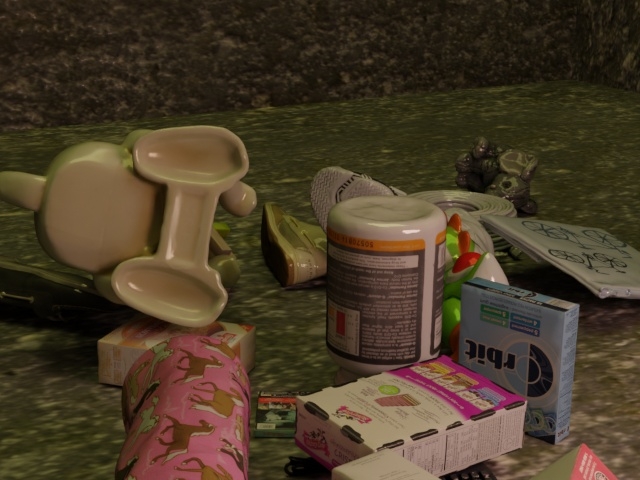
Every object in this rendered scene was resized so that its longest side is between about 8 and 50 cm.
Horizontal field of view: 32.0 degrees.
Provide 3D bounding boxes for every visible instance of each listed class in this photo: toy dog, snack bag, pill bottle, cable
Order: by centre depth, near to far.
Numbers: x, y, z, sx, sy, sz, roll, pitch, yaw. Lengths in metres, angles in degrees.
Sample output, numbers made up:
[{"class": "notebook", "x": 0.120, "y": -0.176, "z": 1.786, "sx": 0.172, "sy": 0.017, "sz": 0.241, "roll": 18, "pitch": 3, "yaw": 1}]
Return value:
[{"class": "pill bottle", "x": 0.086, "y": 0.089, "z": 1.514, "sx": 0.162, "sy": 0.278, "sz": 0.162, "roll": 1, "pitch": 17, "yaw": 0}, {"class": "toy dog", "x": -0.296, "y": -0.024, "z": 1.749, "sx": 0.396, "sy": 0.284, "sz": 0.408, "roll": 0, "pitch": 1, "yaw": -7}, {"class": "snack bag", "x": 0.498, "y": 0.040, "z": 1.983, "sx": 0.323, "sy": 0.037, "sz": 0.342, "roll": 6, "pitch": 19, "yaw": -34}, {"class": "cable", "x": 0.268, "y": -0.036, "z": 2.253, "sx": 0.257, "sy": 0.089, "sz": 0.257, "roll": 1, "pitch": 17, "yaw": 0}]

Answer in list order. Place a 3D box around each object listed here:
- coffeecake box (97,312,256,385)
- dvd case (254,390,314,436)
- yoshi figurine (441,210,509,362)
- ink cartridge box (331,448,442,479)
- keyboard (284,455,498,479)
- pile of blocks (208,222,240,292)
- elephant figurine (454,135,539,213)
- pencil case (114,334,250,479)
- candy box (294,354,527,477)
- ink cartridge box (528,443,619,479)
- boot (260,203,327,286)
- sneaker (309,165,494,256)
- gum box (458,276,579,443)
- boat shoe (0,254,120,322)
[{"class": "coffeecake box", "x": -0.205, "y": 0.164, "z": 1.613, "sx": 0.186, "sy": 0.068, "sz": 0.142, "roll": 7, "pitch": 16, "yaw": 17}, {"class": "dvd case", "x": -0.043, "y": 0.231, "z": 1.495, "sx": 0.087, "sy": 0.013, "sz": 0.119, "roll": 0, "pitch": 16, "yaw": -1}, {"class": "yoshi figurine", "x": 0.208, "y": 0.110, "z": 1.727, "sx": 0.203, "sy": 0.203, "sz": 0.362, "roll": -38, "pitch": 34, "yaw": 7}, {"class": "ink cartridge box", "x": 0.107, "y": 0.307, "z": 1.050, "sx": 0.078, "sy": 0.134, "sz": 0.231, "roll": -11, "pitch": 21, "yaw": -36}, {"class": "keyboard", "x": 0.047, "y": 0.287, "z": 1.290, "sx": 0.317, "sy": 0.033, "sz": 0.201, "roll": -4, "pitch": 17, "yaw": -17}, {"class": "pile of blocks", "x": -0.254, "y": -0.007, "z": 2.037, "sx": 0.113, "sy": 0.148, "sz": 0.362, "roll": 0, "pitch": 14, "yaw": -46}, {"class": "elephant figurine", "x": 0.417, "y": -0.120, "z": 2.485, "sx": 0.169, "sy": 0.186, "sz": 0.239, "roll": 42, "pitch": 3, "yaw": -37}, {"class": "pencil case", "x": -0.152, "y": 0.242, "z": 1.190, "sx": 0.160, "sy": 0.167, "sz": 0.386, "roll": -2, "pitch": 18, "yaw": -4}, {"class": "candy box", "x": 0.108, "y": 0.219, "z": 1.339, "sx": 0.234, "sy": 0.071, "sz": 0.159, "roll": -10, "pitch": 21, "yaw": -32}, {"class": "ink cartridge box", "x": 0.253, "y": 0.303, "z": 0.940, "sx": 0.218, "sy": 0.092, "sz": 0.158, "roll": 48, "pitch": 27, "yaw": 2}, {"class": "boot", "x": 0.000, "y": 0.000, "z": 2.100, "sx": 0.204, "sy": 0.095, "sz": 0.262, "roll": -5, "pitch": 24, "yaw": -14}, {"class": "sneaker", "x": 0.157, "y": -0.015, "z": 1.988, "sx": 0.366, "sy": 0.137, "sz": 0.210, "roll": 32, "pitch": 17, "yaw": 13}, {"class": "gum box", "x": 0.256, "y": 0.155, "z": 1.465, "sx": 0.157, "sy": 0.184, "sz": 0.041, "roll": 15, "pitch": 23, "yaw": 39}, {"class": "boat shoe", "x": -0.471, "y": 0.090, "z": 1.842, "sx": 0.335, "sy": 0.095, "sz": 0.112, "roll": 14, "pitch": 0, "yaw": 25}]
